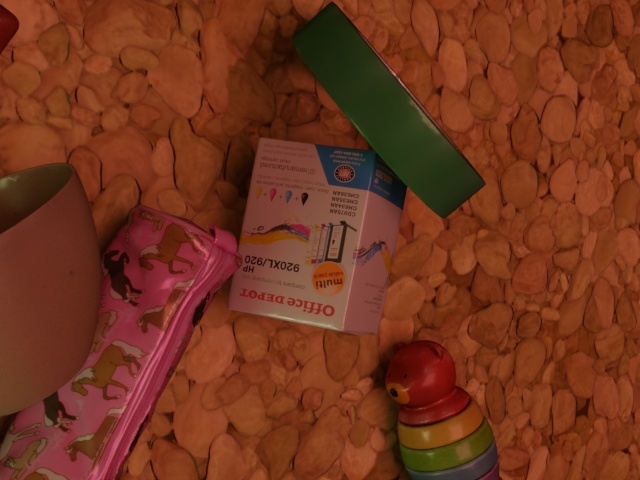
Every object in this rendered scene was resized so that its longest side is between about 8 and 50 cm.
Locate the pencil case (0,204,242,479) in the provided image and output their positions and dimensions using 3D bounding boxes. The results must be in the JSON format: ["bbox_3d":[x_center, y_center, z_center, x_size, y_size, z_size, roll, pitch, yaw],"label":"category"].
[{"bbox_3d":[-0.239,0.143,1.037,0.167,0.160,0.386,23,75,4],"label":"pencil case"}]

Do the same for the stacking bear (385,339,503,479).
[{"bbox_3d":[0.188,0.299,1.381,0.164,0.175,0.289,-24,100,-30],"label":"stacking bear"}]

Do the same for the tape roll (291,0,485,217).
[{"bbox_3d":[0.094,-0.175,1.169,0.077,0.321,0.321,-39,121,11],"label":"tape roll"}]

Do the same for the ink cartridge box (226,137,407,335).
[{"bbox_3d":[0.000,0.000,1.166,0.168,0.171,0.233,20,80,-69],"label":"ink cartridge box"}]

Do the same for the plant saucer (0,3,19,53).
[{"bbox_3d":[-0.487,-0.218,0.909,0.259,0.047,0.258,39,72,-32],"label":"plant saucer"}]

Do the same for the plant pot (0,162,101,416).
[{"bbox_3d":[-0.343,0.068,0.897,0.284,0.284,0.191,-36,116,-28],"label":"plant pot"}]
